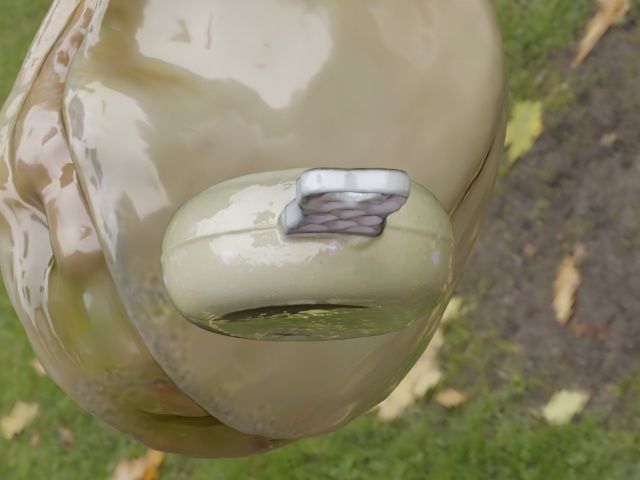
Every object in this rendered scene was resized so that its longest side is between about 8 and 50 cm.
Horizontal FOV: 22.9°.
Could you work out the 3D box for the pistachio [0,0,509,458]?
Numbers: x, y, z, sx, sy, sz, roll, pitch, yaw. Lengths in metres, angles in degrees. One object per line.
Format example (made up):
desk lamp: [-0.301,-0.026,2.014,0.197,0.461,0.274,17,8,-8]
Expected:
pistachio: [-0.034,-0.059,1.043,0.281,0.365,0.445,-15,19,40]

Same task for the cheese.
cheese: [0.000,0.000,0.693,0.227,0.137,0.064,121,146,-75]
